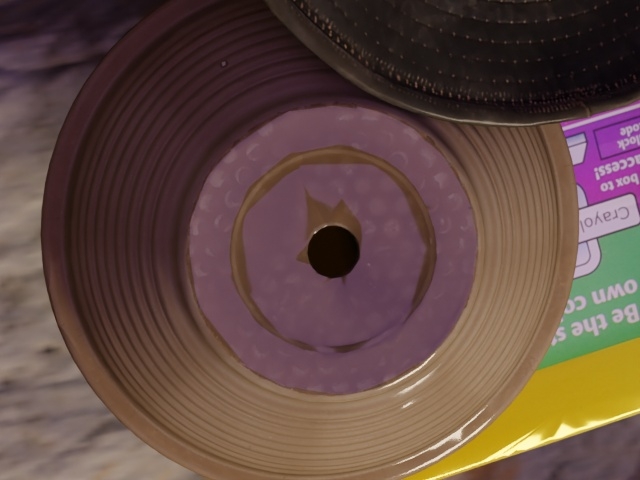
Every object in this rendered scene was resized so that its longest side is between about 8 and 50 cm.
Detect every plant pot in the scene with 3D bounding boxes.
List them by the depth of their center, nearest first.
[{"bbox_3d":[0.000,0.000,0.695,0.237,0.110,0.237,-1,97,-6],"label":"plant pot"}]

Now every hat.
[{"bbox_3d":[0.097,-0.208,0.599,0.331,0.134,0.331,-1,92,-23],"label":"hat"}]

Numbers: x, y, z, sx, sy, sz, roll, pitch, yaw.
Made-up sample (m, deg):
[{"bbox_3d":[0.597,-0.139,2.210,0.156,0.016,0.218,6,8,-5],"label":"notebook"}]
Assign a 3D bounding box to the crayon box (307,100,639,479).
[{"bbox_3d":[0.131,-0.077,0.813,0.363,0.106,0.313,-17,98,-6],"label":"crayon box"}]
